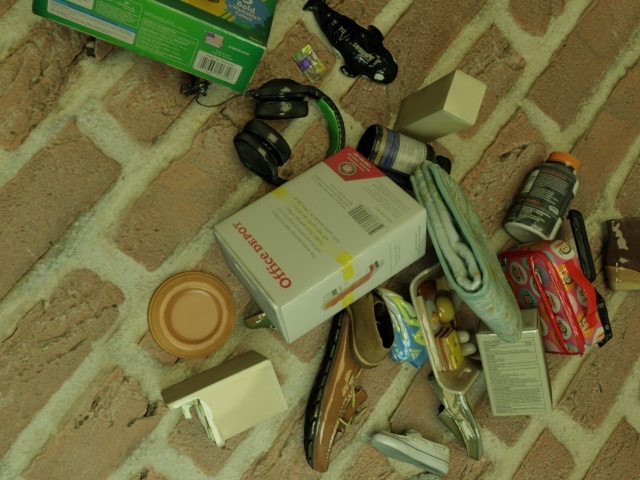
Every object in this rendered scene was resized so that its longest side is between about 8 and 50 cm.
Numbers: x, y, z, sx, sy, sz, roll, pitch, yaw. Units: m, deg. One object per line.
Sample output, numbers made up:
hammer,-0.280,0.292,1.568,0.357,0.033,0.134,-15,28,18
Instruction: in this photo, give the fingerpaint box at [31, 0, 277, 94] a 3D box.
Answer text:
fingerpaint box,-0.309,-0.564,1.370,0.444,0.163,0.371,19,57,-17

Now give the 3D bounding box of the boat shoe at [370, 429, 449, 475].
boat shoe,0.223,0.508,1.630,0.226,0.083,0.076,31,56,-20

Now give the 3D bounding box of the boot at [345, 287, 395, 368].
boot,0.109,0.128,1.502,0.112,0.115,0.306,2,58,-24

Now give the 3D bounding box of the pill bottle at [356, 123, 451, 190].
pill bottle,0.205,-0.194,1.618,0.219,0.123,0.123,18,82,-17

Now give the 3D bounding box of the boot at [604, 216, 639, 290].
boot,0.922,0.036,1.866,0.248,0.090,0.207,-2,90,-15

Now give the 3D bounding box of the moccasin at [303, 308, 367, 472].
moccasin,0.058,0.355,1.549,0.146,0.139,0.380,20,72,-8

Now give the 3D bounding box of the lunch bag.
lunch bag,0.591,0.144,1.662,0.120,0.258,0.293,-25,95,-21

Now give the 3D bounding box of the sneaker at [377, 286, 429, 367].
sneaker,0.196,0.224,1.615,0.240,0.091,0.126,42,77,-14

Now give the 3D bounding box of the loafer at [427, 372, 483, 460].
loafer,0.340,0.439,1.666,0.087,0.094,0.251,-20,85,6

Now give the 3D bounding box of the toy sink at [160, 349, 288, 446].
toy sink,-0.212,0.354,1.441,0.234,0.152,0.131,-22,95,-19

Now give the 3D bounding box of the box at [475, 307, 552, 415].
box,0.486,0.303,1.640,0.148,0.127,0.233,-8,106,21

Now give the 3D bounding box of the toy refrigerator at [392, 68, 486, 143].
toy refrigerator,0.279,-0.308,1.570,0.094,0.269,0.102,22,80,-17

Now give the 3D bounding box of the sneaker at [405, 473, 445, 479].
sneaker,0.218,0.667,1.619,0.235,0.090,0.095,-27,114,-17

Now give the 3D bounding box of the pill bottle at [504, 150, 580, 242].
pill bottle,0.598,-0.114,1.743,0.130,0.130,0.246,33,79,-15

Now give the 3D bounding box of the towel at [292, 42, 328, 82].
towel,-0.024,-0.434,1.610,0.060,0.009,0.083,-40,100,-15

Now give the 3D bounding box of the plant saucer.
plant saucer,-0.287,0.169,1.483,0.199,0.037,0.200,1,87,-18

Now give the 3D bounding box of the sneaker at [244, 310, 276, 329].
sneaker,-0.076,0.188,1.537,0.192,0.064,0.086,-20,89,-21

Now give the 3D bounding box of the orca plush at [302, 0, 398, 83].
orca plush,0.094,-0.505,1.603,0.151,0.102,0.287,-37,99,-16

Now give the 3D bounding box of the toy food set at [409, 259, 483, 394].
toy food set,0.325,0.193,1.595,0.219,0.092,0.306,-22,96,-60

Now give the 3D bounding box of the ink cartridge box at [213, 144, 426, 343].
ink cartridge box,0.000,0.000,1.454,0.384,0.160,0.279,-32,55,-17

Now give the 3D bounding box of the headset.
headset,-0.128,-0.270,1.526,0.394,0.185,0.244,24,84,-32

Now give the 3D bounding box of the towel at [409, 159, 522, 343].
towel,0.344,0.023,1.510,0.320,0.090,0.375,37,31,-49

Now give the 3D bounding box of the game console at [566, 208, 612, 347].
game console,0.708,0.093,1.744,0.043,0.213,0.362,-13,89,17
